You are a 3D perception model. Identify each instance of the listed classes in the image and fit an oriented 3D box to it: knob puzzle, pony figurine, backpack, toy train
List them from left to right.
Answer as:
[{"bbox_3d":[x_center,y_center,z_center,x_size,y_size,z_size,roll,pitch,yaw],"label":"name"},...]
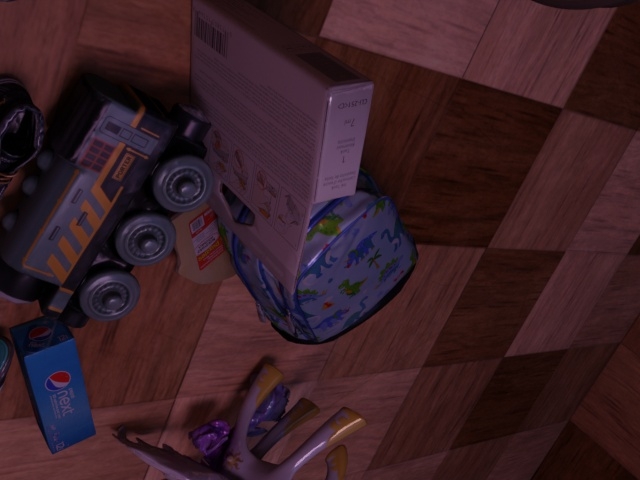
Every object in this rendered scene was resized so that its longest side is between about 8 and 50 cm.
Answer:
[{"bbox_3d":[-0.276,-0.044,0.916,0.190,0.142,0.333,27,105,-37],"label":"toy train"},{"bbox_3d":[-0.151,-0.015,1.108,0.213,0.030,0.213,-40,147,-33],"label":"knob puzzle"},{"bbox_3d":[-0.140,0.402,1.274,0.363,0.351,0.302,-52,148,-24],"label":"pony figurine"},{"bbox_3d":[0.000,0.000,1.106,0.290,0.273,0.355,-37,132,-7],"label":"backpack"}]

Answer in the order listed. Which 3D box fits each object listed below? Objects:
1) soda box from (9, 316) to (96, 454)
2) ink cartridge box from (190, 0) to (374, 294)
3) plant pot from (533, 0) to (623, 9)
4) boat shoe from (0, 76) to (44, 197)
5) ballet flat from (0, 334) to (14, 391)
[{"bbox_3d":[-0.384,0.209,1.068,0.071,0.067,0.210,-21,134,-28],"label":"soda box"},{"bbox_3d":[-0.069,-0.124,0.893,0.066,0.296,0.261,-15,131,-33],"label":"ink cartridge box"},{"bbox_3d":[0.409,-0.469,1.057,0.280,0.323,0.323,-1,123,-60],"label":"plant pot"},{"bbox_3d":[-0.367,-0.087,0.828,0.065,0.083,0.183,6,117,-44],"label":"boat shoe"},{"bbox_3d":[-0.480,0.210,0.995,0.203,0.074,0.074,-51,140,-5],"label":"ballet flat"}]
